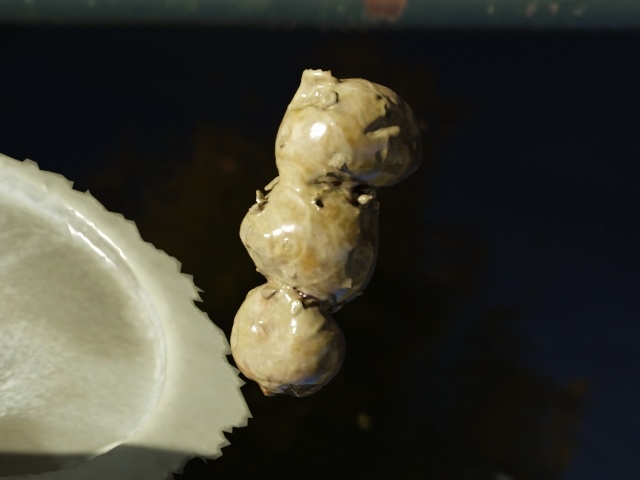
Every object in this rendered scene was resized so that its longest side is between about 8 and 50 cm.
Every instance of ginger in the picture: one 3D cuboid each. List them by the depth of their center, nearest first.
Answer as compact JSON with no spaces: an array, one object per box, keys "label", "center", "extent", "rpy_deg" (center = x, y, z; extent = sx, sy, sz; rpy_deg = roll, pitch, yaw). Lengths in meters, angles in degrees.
[{"label":"ginger","center":[0.000,0.000,1.164],"extent":[0.104,0.204,0.080],"rpy_deg":[17,-175,-39]}]

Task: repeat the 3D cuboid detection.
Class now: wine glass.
[{"label":"wine glass","center":[-0.195,0.138,0.744],"extent":[0.238,0.238,0.323],"rpy_deg":[23,123,-7]}]
